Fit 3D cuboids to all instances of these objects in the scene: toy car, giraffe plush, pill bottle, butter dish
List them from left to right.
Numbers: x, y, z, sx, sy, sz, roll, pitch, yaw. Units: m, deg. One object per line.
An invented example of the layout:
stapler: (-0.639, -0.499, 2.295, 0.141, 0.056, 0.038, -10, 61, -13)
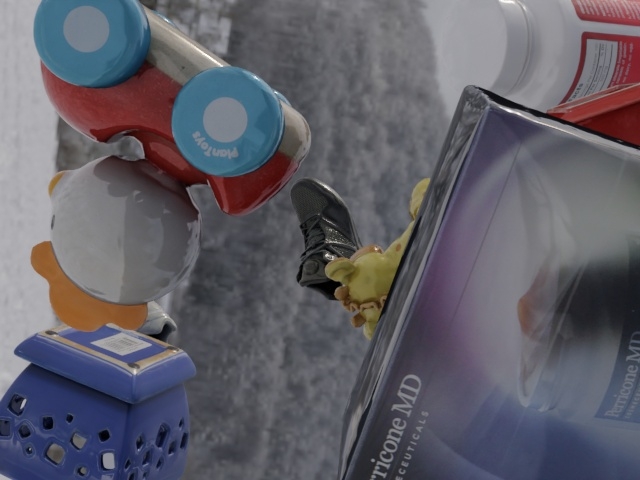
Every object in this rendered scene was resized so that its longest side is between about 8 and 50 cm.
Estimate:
toy car: (-0.147, -0.046, 0.793, 0.238, 0.210, 0.219, -56, -178, 5)
giraffe plush: (0.104, 0.040, 1.340, 0.181, 0.170, 0.210, 61, 9, 1)
pill bottle: (0.422, -0.323, 1.824, 0.229, 0.407, 0.229, 5, -84, 60)
butter dish: (0.366, -0.129, 1.366, 0.160, 0.160, 0.118, -114, -176, -82)

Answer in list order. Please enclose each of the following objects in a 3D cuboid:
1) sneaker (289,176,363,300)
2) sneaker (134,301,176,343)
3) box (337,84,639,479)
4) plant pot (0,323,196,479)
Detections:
sneaker: (0.000, 0.000, 1.760, 0.130, 0.087, 0.228, -15, 78, -57)
sneaker: (-0.319, 0.216, 1.737, 0.121, 0.099, 0.262, 31, -76, 40)
box: (0.193, 0.080, 0.755, 0.183, 0.294, 0.296, -68, 177, -77)
plant pot: (-0.326, 0.244, 1.569, 0.236, 0.236, 0.212, -13, 120, -70)
